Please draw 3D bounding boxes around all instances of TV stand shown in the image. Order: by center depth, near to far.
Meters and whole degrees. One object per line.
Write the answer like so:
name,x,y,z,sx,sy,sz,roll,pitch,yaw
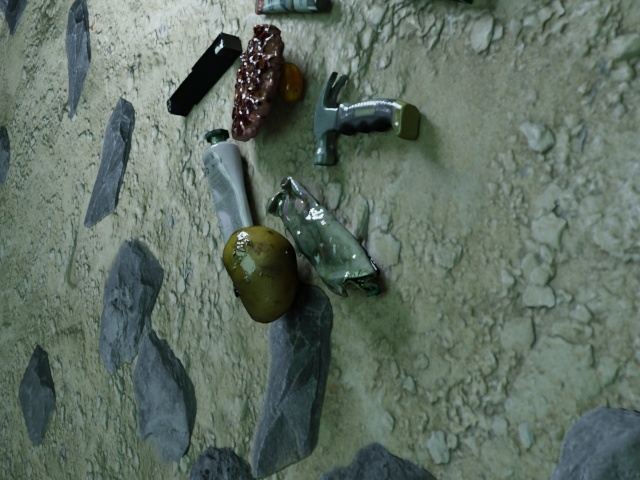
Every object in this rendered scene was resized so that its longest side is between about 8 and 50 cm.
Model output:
TV stand,-0.261,-0.360,1.634,0.256,0.049,0.040,-36,60,43

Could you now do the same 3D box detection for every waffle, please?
waffle,-0.121,-0.301,1.413,0.234,0.055,0.221,154,124,-68

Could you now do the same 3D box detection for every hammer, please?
hammer,0.069,-0.200,1.214,0.226,0.041,0.158,9,94,52

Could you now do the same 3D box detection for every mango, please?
mango,-0.060,-0.298,1.381,0.060,0.046,0.089,-50,46,37

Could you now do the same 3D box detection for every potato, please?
potato,-0.098,0.056,1.310,0.137,0.137,0.176,-5,115,51

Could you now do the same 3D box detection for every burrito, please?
burrito,0.003,-0.003,1.249,0.309,0.066,0.096,48,124,42

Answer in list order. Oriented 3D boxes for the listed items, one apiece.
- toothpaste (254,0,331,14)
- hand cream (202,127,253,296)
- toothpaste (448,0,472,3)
toothpaste,-0.061,-0.457,1.411,0.239,0.039,0.062,26,113,52
hand cream,-0.175,-0.063,1.490,0.121,0.076,0.336,-31,68,51
toothpaste,0.162,-0.393,1.128,0.178,0.037,0.043,29,105,48
